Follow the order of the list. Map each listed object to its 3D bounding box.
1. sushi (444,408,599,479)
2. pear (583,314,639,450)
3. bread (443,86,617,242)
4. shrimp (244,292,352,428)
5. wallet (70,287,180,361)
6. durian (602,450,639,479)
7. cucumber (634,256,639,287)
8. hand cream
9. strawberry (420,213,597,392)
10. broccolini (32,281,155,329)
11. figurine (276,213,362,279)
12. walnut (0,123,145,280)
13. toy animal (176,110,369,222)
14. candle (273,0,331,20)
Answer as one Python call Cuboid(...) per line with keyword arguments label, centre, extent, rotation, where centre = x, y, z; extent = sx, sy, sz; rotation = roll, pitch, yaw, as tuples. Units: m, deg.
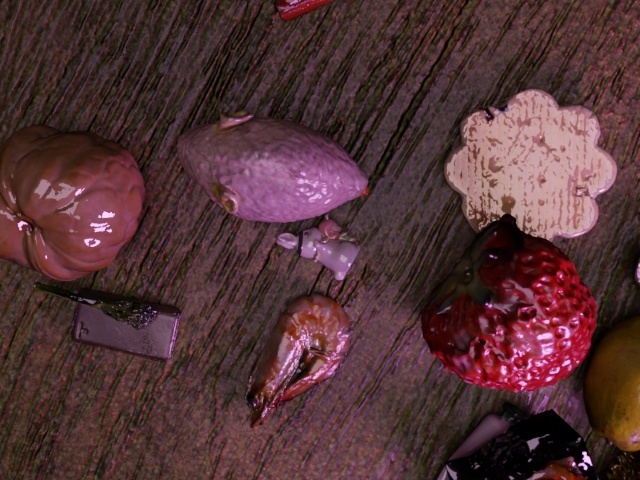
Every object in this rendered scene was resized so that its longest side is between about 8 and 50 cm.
Cuboid(label="sushi", centre=(0.382, 0.475, 1.448), extent=(0.227, 0.212, 0.215), rotation=(-23, 118, -10))
Cuboid(label="pear", centre=(0.585, 0.251, 1.471), extent=(0.212, 0.212, 0.269), rotation=(29, 86, -1))
Cuboid(label="bread", centre=(0.389, -0.131, 1.518), extent=(0.316, 0.054, 0.316), rotation=(0, 94, 2))
Cuboid(label="shrimp", centre=(-0.050, 0.239, 1.562), extent=(0.154, 0.062, 0.294), rotation=(34, 94, -7))
Cuboid(label="wallet", centre=(-0.377, 0.164, 1.577), extent=(0.198, 0.031, 0.110), rotation=(13, 96, 1))
Cuboid(label="durian", centre=(0.634, 0.492, 1.454), extent=(0.258, 0.293, 0.258), rotation=(6, 120, 11))
Cuboid(label="cucumber", centre=(0.727, 0.078, 1.507), extent=(0.325, 0.105, 0.145), rotation=(16, 122, 0))
Cuboid(label="hand cream", centre=(0.287, 0.462, 1.568), extent=(0.121, 0.076, 0.336), rotation=(30, 98, -3))
Cuboid(label="strawberry", centre=(0.346, 0.143, 1.430), extent=(0.310, 0.292, 0.291), rotation=(42, 95, 2))
Cuboid(label="broccolini", centre=(-0.430, 0.120, 1.540), extent=(0.239, 0.051, 0.054), rotation=(14, 140, 3))
Cuboid(label="figurine", centre=(-0.001, 0.003, 1.542), extent=(0.146, 0.081, 0.098), rotation=(30, 52, 3))
Cuboid(label="walnut", centre=(-0.457, -0.069, 1.442), extent=(0.296, 0.285, 0.285), rotation=(-12, 95, 16))
Cuboid(label="toy animal", centre=(-0.089, -0.125, 1.445), extent=(0.359, 0.226, 0.188), rotation=(8, 96, 1))
Cuboid(label="candle", centre=(-0.006, -0.450, 1.503), extent=(0.162, 0.048, 0.053), rotation=(-21, 124, 2))
